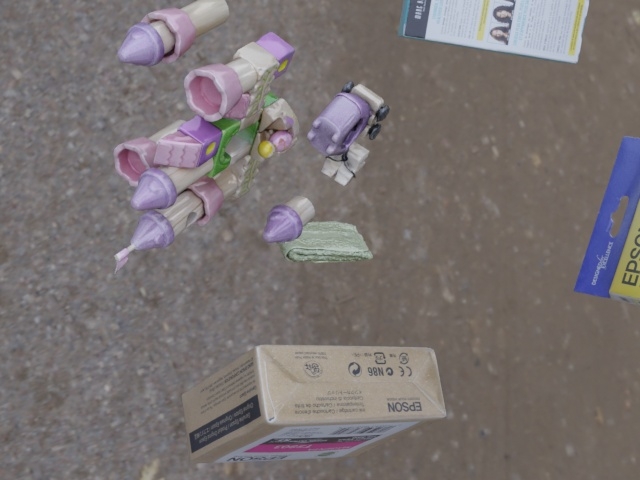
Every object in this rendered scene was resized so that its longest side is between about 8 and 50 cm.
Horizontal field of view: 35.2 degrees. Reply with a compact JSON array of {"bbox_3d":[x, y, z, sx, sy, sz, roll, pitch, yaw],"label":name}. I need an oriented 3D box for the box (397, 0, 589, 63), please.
[{"bbox_3d":[0.235,-0.308,1.376,0.060,0.244,0.101,-111,-150,-80],"label":"box"}]

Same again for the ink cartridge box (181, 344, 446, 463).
[{"bbox_3d":[-0.010,0.186,1.135,0.234,0.193,0.088,4,64,-31],"label":"ink cartridge box"}]

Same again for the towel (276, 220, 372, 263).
[{"bbox_3d":[0.000,0.000,1.574,0.148,0.027,0.110,0,27,-21],"label":"towel"}]

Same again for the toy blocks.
[{"bbox_3d":[-0.138,-0.105,1.275,0.309,0.289,0.260,35,43,13],"label":"toy blocks"}]

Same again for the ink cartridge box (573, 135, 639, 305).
[{"bbox_3d":[0.592,-0.032,1.662,0.072,0.307,0.304,32,75,-51],"label":"ink cartridge box"}]
